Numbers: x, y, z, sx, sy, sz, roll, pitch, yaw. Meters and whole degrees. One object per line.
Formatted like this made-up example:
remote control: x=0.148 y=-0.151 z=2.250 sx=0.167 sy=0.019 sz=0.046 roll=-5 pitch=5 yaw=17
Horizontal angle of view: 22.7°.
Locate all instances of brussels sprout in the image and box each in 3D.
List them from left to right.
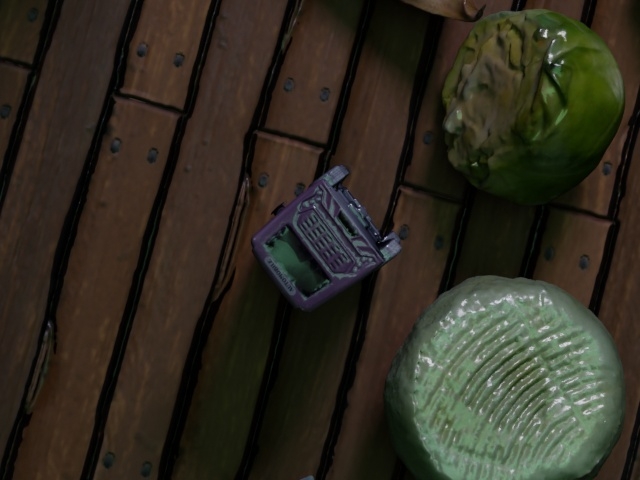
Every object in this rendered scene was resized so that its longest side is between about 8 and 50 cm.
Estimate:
brussels sprout: x=0.179 y=-0.108 z=1.296 sx=0.122 sy=0.151 sz=0.149 roll=21 pitch=55 yaw=-33

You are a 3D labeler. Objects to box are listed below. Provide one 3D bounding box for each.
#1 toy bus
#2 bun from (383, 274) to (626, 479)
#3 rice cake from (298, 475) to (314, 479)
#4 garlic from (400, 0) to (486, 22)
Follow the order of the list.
toy bus: x=0.000 y=0.000 z=1.240 sx=0.098 sy=0.178 sz=0.087 roll=-38 pitch=91 yaw=4
bun: x=0.143 y=0.127 z=1.275 sx=0.195 sy=0.118 sz=0.195 roll=2 pitch=80 yaw=-9
rice cake: x=-0.099 y=0.264 z=1.274 sx=0.226 sy=0.040 sz=0.085 roll=-18 pitch=89 yaw=-8
garlic: x=0.070 y=-0.277 z=1.303 sx=0.115 sy=0.128 sz=0.206 roll=-43 pitch=113 yaw=-51
